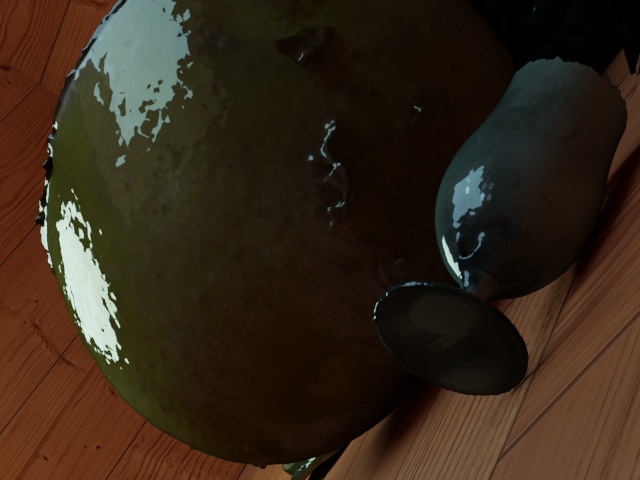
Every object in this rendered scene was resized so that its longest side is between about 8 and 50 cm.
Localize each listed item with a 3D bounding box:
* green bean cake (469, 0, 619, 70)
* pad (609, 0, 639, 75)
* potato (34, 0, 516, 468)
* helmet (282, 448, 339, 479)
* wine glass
[{"bbox_3d":[0.128,-0.234,1.383,0.169,0.300,0.308,-57,0,-44],"label":"green bean cake"},{"bbox_3d":[0.237,-0.244,1.146,0.006,0.170,0.245,-12,21,23],"label":"pad"},{"bbox_3d":[0.000,0.000,1.190,0.385,0.319,0.442,-2,-49,-35],"label":"potato"},{"bbox_3d":[-0.021,0.151,1.539,0.204,0.137,0.257,-57,0,-41],"label":"helmet"},{"bbox_3d":[0.110,-0.015,0.825,0.202,0.093,0.093,-61,2,-37],"label":"wine glass"}]
